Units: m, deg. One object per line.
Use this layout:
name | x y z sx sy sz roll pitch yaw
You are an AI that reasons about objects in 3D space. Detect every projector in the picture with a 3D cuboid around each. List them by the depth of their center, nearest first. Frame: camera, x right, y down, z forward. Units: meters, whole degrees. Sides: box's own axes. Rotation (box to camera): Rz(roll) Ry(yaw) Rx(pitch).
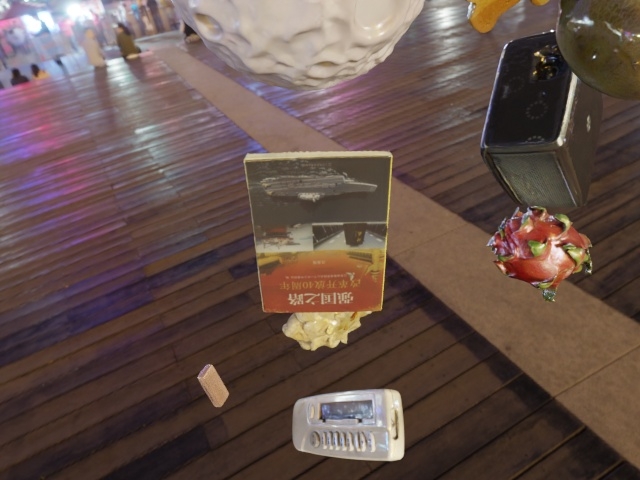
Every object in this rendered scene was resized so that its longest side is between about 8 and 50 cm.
projector | 0.675 -0.341 1.384 0.242 0.405 0.394 4 72 40

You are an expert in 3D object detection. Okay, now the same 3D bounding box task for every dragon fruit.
dragon fruit | 0.391 0.027 0.790 0.137 0.236 0.135 -53 34 13

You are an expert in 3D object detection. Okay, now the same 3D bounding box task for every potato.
potato | 0.458 -0.319 0.700 0.160 0.235 0.178 -28 -15 28

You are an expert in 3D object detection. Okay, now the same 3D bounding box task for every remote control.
remote control | 0.036 0.272 0.681 0.230 0.049 0.090 -27 54 50

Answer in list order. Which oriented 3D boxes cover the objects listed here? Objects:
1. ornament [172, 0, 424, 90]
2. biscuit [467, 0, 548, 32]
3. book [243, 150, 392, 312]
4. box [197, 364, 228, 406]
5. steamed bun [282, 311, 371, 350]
ornament | -0.033 -0.355 0.539 0.338 0.336 0.337 -8 33 5
biscuit | 0.357 -0.476 0.802 0.241 0.158 0.035 -25 53 17
book | 0.000 0.000 0.915 0.263 0.373 0.028 -2 34 0
box | -0.272 0.370 1.168 0.025 0.115 0.048 -4 33 25
steamed bun | 0.041 0.207 1.293 0.296 0.292 0.137 -30 54 -31
